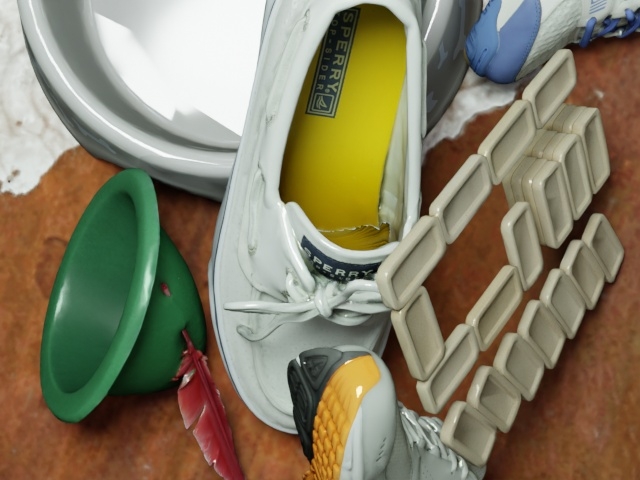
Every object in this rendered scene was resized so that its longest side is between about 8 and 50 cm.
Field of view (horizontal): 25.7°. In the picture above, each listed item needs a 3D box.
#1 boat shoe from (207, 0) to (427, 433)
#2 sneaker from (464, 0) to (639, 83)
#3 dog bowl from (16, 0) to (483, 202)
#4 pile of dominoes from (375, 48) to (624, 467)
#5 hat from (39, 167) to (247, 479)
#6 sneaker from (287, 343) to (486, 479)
[{"bbox_3d":[0.009,-0.001,0.882,0.136,0.156,0.367,6,120,-10],"label":"boat shoe"},{"bbox_3d":[0.241,-0.189,0.976,0.296,0.112,0.131,-38,86,1],"label":"sneaker"},{"bbox_3d":[-0.056,-0.192,1.000,0.349,0.102,0.349,0,87,4],"label":"dog bowl"},{"bbox_3d":[0.115,0.013,0.909,0.040,0.196,0.251,12,46,36],"label":"pile of dominoes"},{"bbox_3d":[-0.087,0.070,1.010,0.183,0.173,0.208,17,110,-28],"label":"hat"},{"bbox_3d":[0.050,0.137,0.918,0.121,0.262,0.099,-15,58,-8],"label":"sneaker"}]
